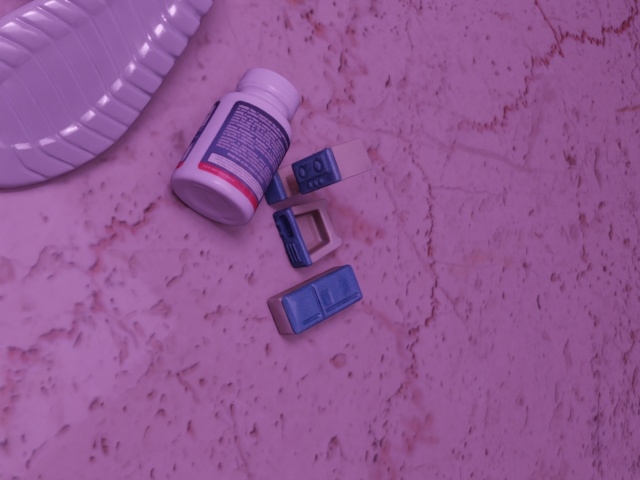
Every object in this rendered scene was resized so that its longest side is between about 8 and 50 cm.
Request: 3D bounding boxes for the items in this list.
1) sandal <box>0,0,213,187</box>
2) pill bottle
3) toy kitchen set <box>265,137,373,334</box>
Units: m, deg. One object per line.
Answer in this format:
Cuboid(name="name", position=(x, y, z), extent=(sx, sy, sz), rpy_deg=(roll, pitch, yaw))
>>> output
Cuboid(name="sandal", position=(-0.249, -0.222, 0.724), extent=(0.416, 0.102, 0.169), rpy_deg=(-48, 128, -12))
Cuboid(name="pill bottle", position=(-0.097, -0.119, 0.804), extent=(0.108, 0.108, 0.180), rpy_deg=(36, 66, -24))
Cuboid(name="toy kitchen set", position=(0.000, 0.000, 0.815), extent=(0.122, 0.166, 0.207), rpy_deg=(-25, 97, -33))
